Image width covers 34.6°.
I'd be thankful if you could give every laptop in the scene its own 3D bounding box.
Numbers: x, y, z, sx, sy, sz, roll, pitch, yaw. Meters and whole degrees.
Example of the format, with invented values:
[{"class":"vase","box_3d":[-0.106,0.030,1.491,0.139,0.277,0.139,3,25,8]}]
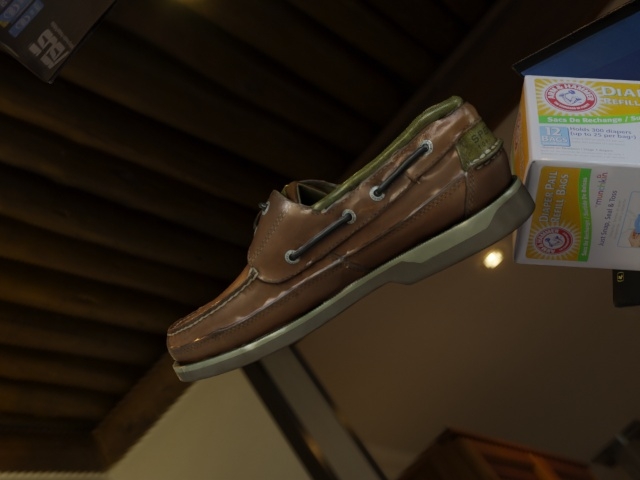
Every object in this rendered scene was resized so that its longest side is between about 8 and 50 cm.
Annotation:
[{"class":"laptop","box_3d":[0.308,-0.072,1.021,0.137,0.264,0.234,3,-7,-19]}]

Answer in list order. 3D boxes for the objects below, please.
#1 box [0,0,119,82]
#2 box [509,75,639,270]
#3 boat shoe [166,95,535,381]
[{"class":"box","box_3d":[-0.154,-0.284,0.696,0.318,0.097,0.395,-49,3,-4]},{"class":"box","box_3d":[0.250,-0.049,0.782,0.203,0.114,0.103,3,-47,3]},{"class":"boat shoe","box_3d":[0.000,0.000,0.762,0.307,0.104,0.111,-29,9,18]}]
